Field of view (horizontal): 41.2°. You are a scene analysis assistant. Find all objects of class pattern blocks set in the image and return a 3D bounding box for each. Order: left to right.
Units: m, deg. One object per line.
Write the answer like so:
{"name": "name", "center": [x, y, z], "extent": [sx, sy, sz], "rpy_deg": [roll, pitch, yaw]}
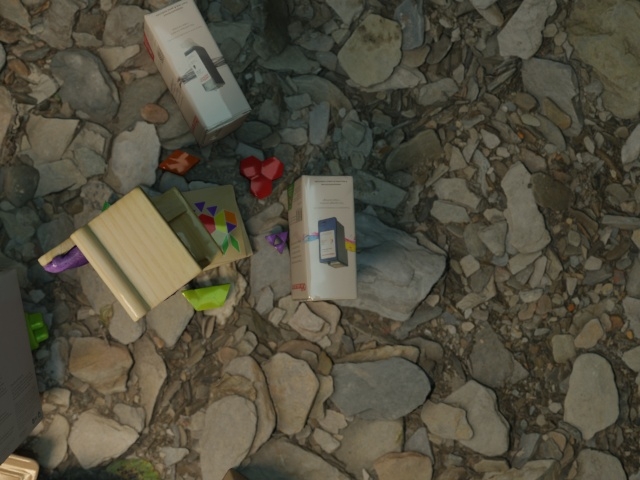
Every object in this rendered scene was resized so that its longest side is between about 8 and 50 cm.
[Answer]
{"name": "pattern blocks set", "center": [-0.220, -0.018, 1.511], "extent": [0.325, 0.026, 0.285], "rpy_deg": [-2, 87, -11]}

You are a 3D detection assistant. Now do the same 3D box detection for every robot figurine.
{"name": "robot figurine", "center": [-0.515, 0.160, 1.420], "extent": [0.115, 0.067, 0.101], "rpy_deg": [-18, 121, -12]}

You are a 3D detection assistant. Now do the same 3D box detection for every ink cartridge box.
{"name": "ink cartridge box", "center": [-0.214, -0.283, 1.462], "extent": [0.092, 0.158, 0.218], "rpy_deg": [-27, 92, -12]}
{"name": "ink cartridge box", "center": [0.000, 0.000, 1.489], "extent": [0.093, 0.154, 0.212], "rpy_deg": [0, 85, -13]}

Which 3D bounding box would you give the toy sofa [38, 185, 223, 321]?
{"name": "toy sofa", "center": [-0.272, 0.025, 1.300], "extent": [0.177, 0.362, 0.150], "rpy_deg": [-36, 94, 0]}

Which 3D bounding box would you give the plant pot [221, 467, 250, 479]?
{"name": "plant pot", "center": [-0.136, 0.474, 1.461], "extent": [0.109, 0.096, 0.109], "rpy_deg": [35, 81, -8]}

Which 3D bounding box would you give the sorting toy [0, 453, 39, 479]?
{"name": "sorting toy", "center": [-0.575, 0.436, 1.397], "extent": [0.193, 0.038, 0.208], "rpy_deg": [14, 88, 1]}

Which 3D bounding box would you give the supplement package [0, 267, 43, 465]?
{"name": "supplement package", "center": [-0.570, 0.198, 1.286], "extent": [0.198, 0.199, 0.263], "rpy_deg": [-4, 104, 6]}
